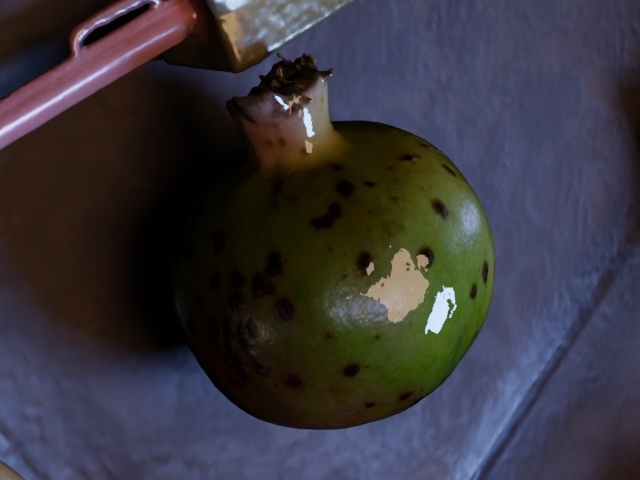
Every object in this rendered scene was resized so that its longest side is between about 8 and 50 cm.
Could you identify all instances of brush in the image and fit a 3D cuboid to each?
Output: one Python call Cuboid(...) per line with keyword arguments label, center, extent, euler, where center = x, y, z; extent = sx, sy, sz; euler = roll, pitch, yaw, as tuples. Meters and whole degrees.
Cuboid(label="brush", center=(-0.067, -0.096, 0.597), extent=(0.233, 0.047, 0.103), euler=(-37, 121, -34))

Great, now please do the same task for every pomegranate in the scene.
Cuboid(label="pomegranate", center=(0.000, 0.007, 0.636), extent=(0.130, 0.130, 0.130), euler=(-9, 103, -45))

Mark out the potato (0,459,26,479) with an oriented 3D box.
Cuboid(label="potato", center=(-0.145, 0.135, 0.508), extent=(0.118, 0.109, 0.178), euler=(48, 54, -14))
